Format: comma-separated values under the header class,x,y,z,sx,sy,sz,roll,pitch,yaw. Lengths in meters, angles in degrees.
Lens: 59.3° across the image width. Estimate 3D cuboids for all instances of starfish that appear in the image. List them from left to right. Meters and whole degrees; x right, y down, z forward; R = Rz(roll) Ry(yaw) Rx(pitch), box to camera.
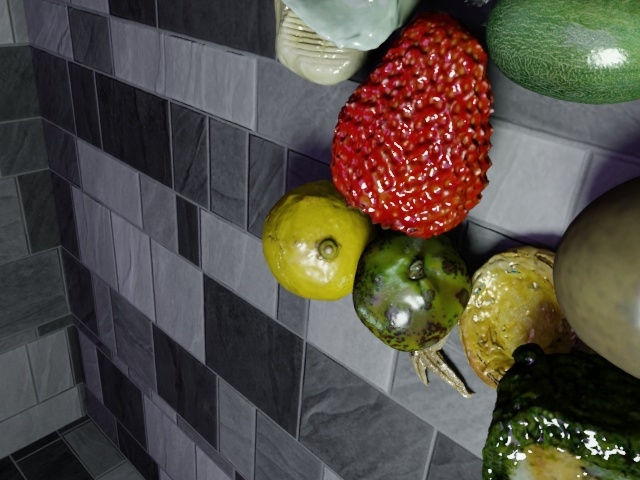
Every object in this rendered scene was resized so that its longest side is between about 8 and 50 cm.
class,x,y,z,sx,sy,sz,roll,pitch,yaw
starfish,0.238,0.218,1.199,0.138,0.050,0.248,-3,108,45

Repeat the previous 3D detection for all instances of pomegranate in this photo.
class,x,y,z,sx,sy,sz,roll,pitch,yaw
pomegranate,0.181,0.109,1.041,0.204,0.222,0.277,31,158,52

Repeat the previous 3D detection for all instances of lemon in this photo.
class,x,y,z,sx,sy,sz,roll,pitch,yaw
lemon,0.000,0.000,1.182,0.284,0.260,0.261,-132,39,-56

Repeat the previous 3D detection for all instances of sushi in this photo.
class,x,y,z,sx,sy,sz,roll,pitch,yaw
sushi,0.411,0.326,0.791,0.351,0.178,0.294,15,123,21

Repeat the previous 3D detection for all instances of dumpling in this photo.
class,x,y,z,sx,sy,sz,roll,pitch,yaw
dumpling,0.066,-0.475,0.897,0.270,0.321,0.212,35,127,-4

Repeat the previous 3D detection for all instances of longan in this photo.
class,x,y,z,sx,sy,sz,roll,pitch,yaw
longan,0.482,0.043,0.713,0.350,0.288,0.289,-6,103,39

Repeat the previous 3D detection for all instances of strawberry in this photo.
class,x,y,z,sx,sy,sz,roll,pitch,yaw
strawberry,0.149,-0.199,0.932,0.312,0.267,0.351,-113,27,-52

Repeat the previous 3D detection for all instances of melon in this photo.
class,x,y,z,sx,sy,sz,roll,pitch,yaw
melon,0.347,-0.283,0.767,0.287,0.182,0.182,27,125,34

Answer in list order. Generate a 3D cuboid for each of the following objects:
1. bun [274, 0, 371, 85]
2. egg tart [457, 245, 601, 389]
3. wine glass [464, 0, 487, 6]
class,x,y,z,sx,sy,sz,roll,pitch,yaw
bun,0.008,-0.419,1.095,0.229,0.145,0.230,2,101,10
egg tart,0.364,0.147,0.974,0.290,0.107,0.291,-16,71,55
wine glass,0.210,-0.447,0.821,0.103,0.103,0.222,-44,40,46
